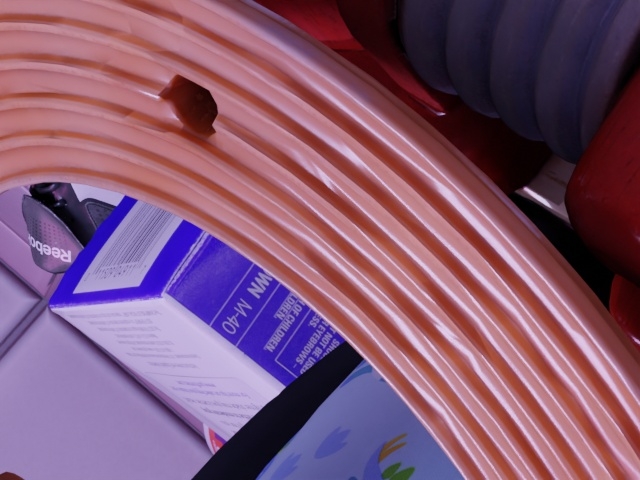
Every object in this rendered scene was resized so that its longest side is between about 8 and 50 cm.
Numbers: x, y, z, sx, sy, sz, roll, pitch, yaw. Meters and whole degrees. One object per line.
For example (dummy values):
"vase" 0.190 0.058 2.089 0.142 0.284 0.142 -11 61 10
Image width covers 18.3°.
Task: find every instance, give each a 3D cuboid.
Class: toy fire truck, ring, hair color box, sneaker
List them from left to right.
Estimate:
"sneaker" -0.148 -0.034 1.222 0.078 0.106 0.234 30 164 41
"ring" -0.013 0.077 0.487 0.336 0.032 0.336 29 138 31
"hair color box" 0.051 0.090 0.949 0.339 0.110 0.185 41 163 -16
"toy fire truck" 0.055 -0.068 0.393 0.217 0.158 0.246 34 177 33

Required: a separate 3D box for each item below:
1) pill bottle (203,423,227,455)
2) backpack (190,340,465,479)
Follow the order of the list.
"pill bottle" 0.005 0.145 1.399 0.108 0.108 0.193 47 167 -31
"backpack" 0.104 0.133 0.637 0.355 0.290 0.273 21 144 42
